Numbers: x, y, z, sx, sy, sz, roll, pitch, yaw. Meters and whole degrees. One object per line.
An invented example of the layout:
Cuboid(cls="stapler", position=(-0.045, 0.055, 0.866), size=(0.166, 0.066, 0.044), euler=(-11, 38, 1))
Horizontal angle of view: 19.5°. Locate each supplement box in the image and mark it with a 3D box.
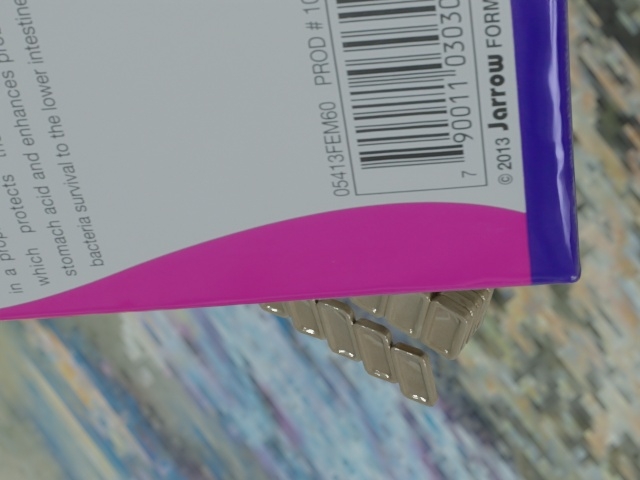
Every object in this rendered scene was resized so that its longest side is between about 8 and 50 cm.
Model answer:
Cuboid(cls="supplement box", position=(-0.053, -0.056, 0.450), size=(0.114, 0.220, 0.111), euler=(-89, -8, -46))

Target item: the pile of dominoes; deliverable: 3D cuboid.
Cuboid(cls="pile of dominoes", position=(0.000, 0.000, 1.310), size=(0.251, 0.040, 0.196), euler=(31, 149, 13))
